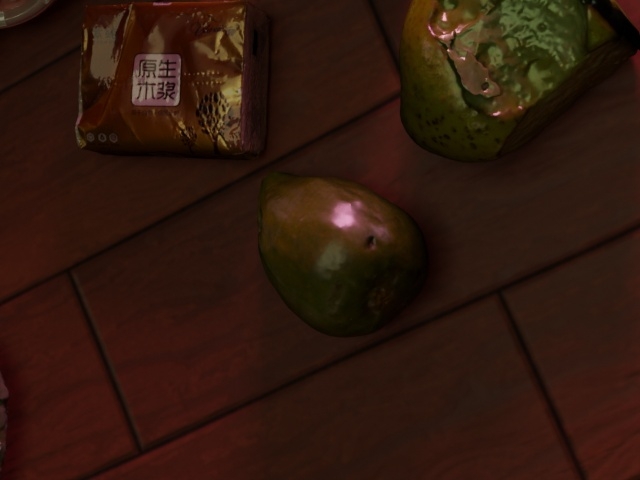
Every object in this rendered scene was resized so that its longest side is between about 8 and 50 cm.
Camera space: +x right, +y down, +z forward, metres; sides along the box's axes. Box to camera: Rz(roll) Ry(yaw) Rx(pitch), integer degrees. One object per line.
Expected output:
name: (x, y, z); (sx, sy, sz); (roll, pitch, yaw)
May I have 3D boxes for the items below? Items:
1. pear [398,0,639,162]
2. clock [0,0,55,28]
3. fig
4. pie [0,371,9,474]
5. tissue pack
pear: (0.171, -0.223, 1.426); (0.255, 0.164, 0.238); (-40, 78, 18)
clock: (-0.410, -0.375, 1.634); (0.241, 0.227, 0.142); (-23, 46, 16)
fig: (0.005, 0.002, 1.487); (0.233, 0.167, 0.167); (40, 103, 9)
pie: (-0.523, 0.250, 1.738); (0.306, 0.071, 0.306); (-1, 87, 24)
tissue pack: (-0.177, -0.190, 1.598); (0.226, 0.092, 0.183); (3, 90, 19)
